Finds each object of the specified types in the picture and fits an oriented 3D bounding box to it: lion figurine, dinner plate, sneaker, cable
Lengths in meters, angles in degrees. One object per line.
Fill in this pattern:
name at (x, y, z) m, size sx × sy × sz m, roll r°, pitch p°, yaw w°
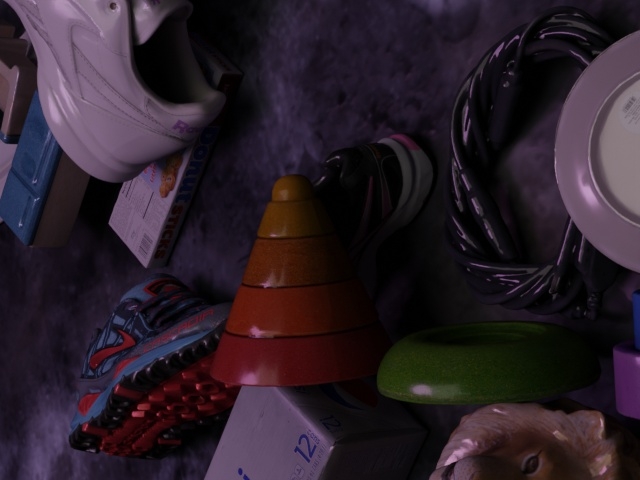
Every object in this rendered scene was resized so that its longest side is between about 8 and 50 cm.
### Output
lion figurine at (0.109, 0.279, 0.977) m, size 0.240 × 0.142 × 0.392 m, roll -3°, pitch 103°, yaw 40°
dinner plate at (0.192, -0.050, 0.904) m, size 0.141 × 0.017 × 0.141 m, roll -2°, pitch 85°, yaw 28°
sneaker at (0.000, 0.000, 1.114) m, size 0.072 × 0.077 × 0.178 m, roll 49°, pitch 126°, yaw 38°
sneaker at (-0.171, -0.197, 1.208) m, size 0.152 × 0.114 × 0.305 m, roll -20°, pitch 107°, yaw 40°
sneaker at (-0.120, 0.076, 1.222) m, size 0.262 × 0.104 × 0.125 m, roll -33°, pitch 52°, yaw 53°
cable at (0.132, -0.048, 0.995) m, size 0.150 × 0.047 × 0.185 m, roll 20°, pitch 109°, yaw 52°

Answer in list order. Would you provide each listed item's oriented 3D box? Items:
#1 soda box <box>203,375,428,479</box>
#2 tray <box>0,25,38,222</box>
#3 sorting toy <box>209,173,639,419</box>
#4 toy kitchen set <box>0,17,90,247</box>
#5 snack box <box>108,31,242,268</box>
soda box at (-0.035, 0.219, 1.147) m, size 0.098 × 0.091 × 0.286 m, roll 42°, pitch 121°, yaw 38°
tray at (-0.250, -0.121, 1.433) m, size 0.270 × 0.030 × 0.145 m, roll -31°, pitch 67°, yaw 45°
sorting toy at (0.074, 0.022, 0.957) m, size 0.365 × 0.127 × 0.126 m, roll 1°, pitch 97°, yaw 45°
toy kitchen set at (-0.305, -0.097, 1.346) m, size 0.207 × 0.166 × 0.122 m, roll 42°, pitch 121°, yaw 40°
snack box at (-0.114, -0.069, 1.285) m, size 0.064 × 0.022 × 0.178 m, roll 47°, pitch 124°, yaw 38°
